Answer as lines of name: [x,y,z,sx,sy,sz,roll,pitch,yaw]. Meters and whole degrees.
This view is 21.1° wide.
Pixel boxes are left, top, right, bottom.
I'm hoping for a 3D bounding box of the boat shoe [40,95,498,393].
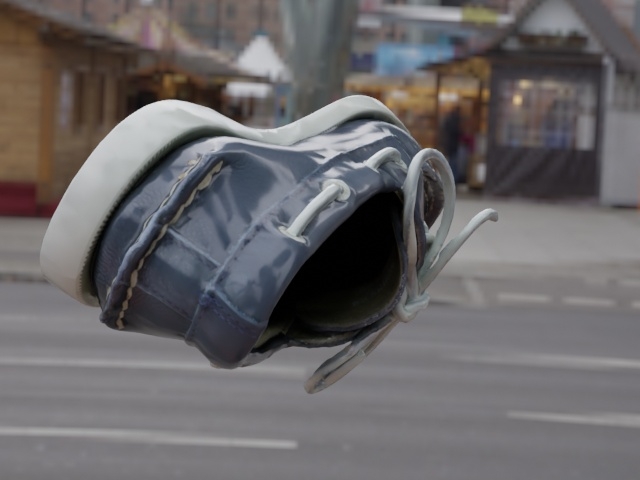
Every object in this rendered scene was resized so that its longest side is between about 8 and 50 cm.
boat shoe: [0.000,0.000,0.589,0.079,0.095,0.254,36,9,15]
